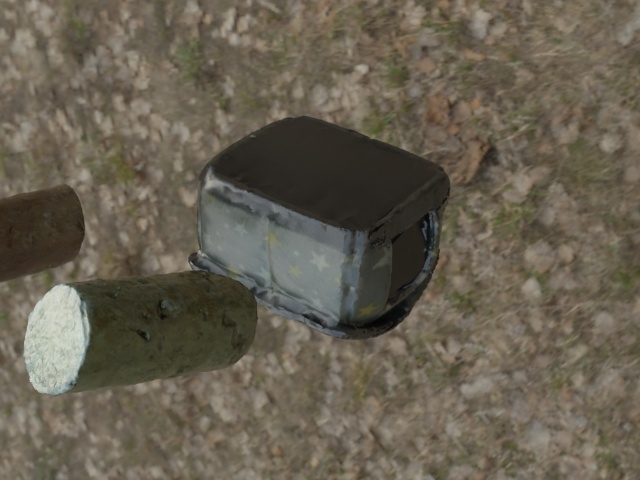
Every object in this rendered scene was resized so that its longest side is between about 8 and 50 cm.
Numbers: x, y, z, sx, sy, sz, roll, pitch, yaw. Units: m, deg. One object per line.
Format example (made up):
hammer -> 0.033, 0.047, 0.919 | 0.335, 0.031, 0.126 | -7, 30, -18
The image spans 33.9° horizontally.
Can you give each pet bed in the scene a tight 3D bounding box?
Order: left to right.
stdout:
pet bed -> 0.000, 0.000, 1.005 | 0.210, 0.183, 0.159 | 23, 128, 27

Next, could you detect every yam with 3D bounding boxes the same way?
yam -> -0.282, -0.003, 0.959 | 0.084, 0.127, 0.084 | 16, 112, 46
yam -> -0.119, 0.060, 0.708 | 0.078, 0.179, 0.078 | 1, 92, 34
